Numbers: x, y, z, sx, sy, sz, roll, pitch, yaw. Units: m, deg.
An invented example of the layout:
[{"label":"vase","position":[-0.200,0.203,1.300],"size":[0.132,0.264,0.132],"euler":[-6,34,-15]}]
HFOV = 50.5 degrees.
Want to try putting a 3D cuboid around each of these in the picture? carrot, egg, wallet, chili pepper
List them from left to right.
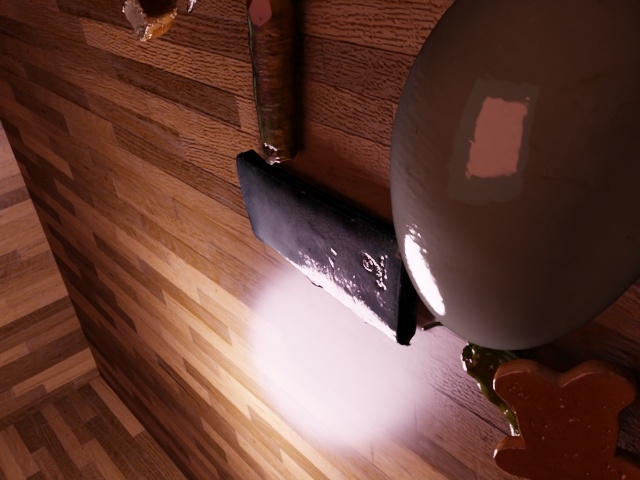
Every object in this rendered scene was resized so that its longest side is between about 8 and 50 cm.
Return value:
[{"label":"carrot","position":[-0.062,-0.222,0.941],"size":[0.070,0.070,0.260],"euler":[37,144,36]},{"label":"wallet","position":[0.000,0.000,1.045],"size":[0.379,0.046,0.191],"euler":[33,141,40]},{"label":"chili pepper","position":[0.216,0.156,0.817],"size":[0.072,0.073,0.204],"euler":[-23,106,43]},{"label":"egg","position":[0.170,-0.050,0.556],"size":[0.230,0.230,0.371],"euler":[42,151,31]}]

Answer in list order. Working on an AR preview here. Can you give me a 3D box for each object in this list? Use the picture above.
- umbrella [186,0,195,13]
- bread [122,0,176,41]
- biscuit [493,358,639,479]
[{"label":"umbrella","position":[-0.200,-0.389,1.064],"size":[0.031,0.020,0.083],"euler":[57,155,10]},{"label":"bread","position":[-0.284,-0.386,1.143],"size":[0.077,0.070,0.083],"euler":[60,152,4]},{"label":"biscuit","position":[0.281,0.238,0.773],"size":[0.165,0.036,0.250],"euler":[-2,116,29]}]
